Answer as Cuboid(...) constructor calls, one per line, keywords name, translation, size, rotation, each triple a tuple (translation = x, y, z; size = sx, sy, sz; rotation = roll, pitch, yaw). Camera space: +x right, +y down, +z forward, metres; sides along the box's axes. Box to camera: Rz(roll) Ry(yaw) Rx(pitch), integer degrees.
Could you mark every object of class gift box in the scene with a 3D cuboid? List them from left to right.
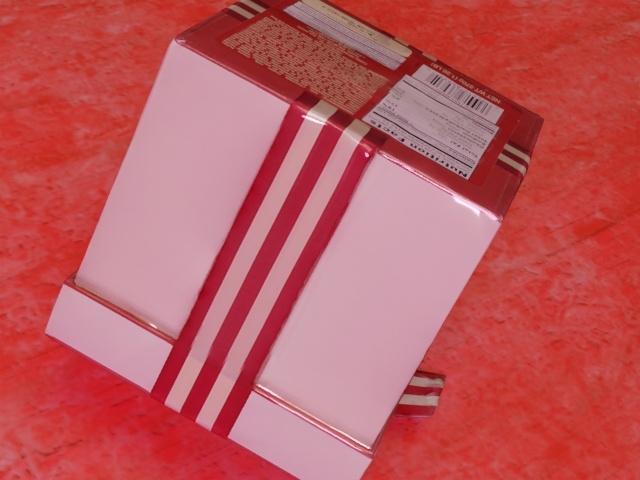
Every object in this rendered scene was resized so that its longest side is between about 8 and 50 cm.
Cuboid(name="gift box", translation=(0.000, 0.000, 0.854), size=(0.255, 0.258, 0.276), rotation=(32, 25, 9))
